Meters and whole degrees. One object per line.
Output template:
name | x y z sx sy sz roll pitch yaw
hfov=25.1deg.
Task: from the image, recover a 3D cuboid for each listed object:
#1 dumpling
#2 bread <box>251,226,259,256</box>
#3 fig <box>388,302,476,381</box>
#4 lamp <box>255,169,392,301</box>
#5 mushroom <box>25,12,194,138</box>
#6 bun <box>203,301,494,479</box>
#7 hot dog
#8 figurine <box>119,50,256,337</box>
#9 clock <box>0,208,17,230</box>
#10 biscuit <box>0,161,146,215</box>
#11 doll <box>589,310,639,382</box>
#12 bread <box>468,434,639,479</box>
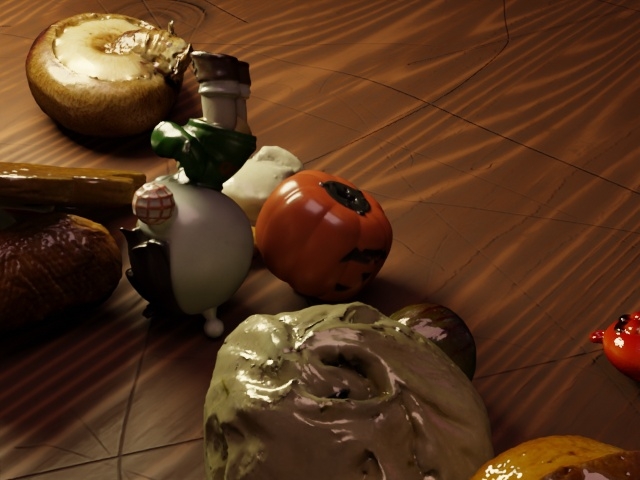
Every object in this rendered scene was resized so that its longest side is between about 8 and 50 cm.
dumpling | -0.090 -0.064 2.136 0.150 0.092 0.176 35 36 15
bread | -0.159 -0.001 2.061 0.157 0.044 0.052 3 28 -6
fig | 0.071 0.163 1.789 0.245 0.149 0.149 -20 40 -16
lamp | 0.000 0.000 1.987 0.188 0.163 0.187 27 22 -12
mushroom | -0.337 -0.269 2.338 0.278 0.163 0.297 4 32 12
bun | 0.035 0.220 1.582 0.326 0.234 0.362 -7 49 -18
hot dog | -0.366 0.053 1.846 0.227 0.160 0.099 -20 45 -41
figurine | -0.160 -0.062 1.908 0.167 0.369 0.281 10 1 12
clock | -0.516 0.023 1.933 0.231 0.083 0.230 4 35 -3
biscuit | -0.391 -0.066 1.963 0.283 0.064 0.432 5 5 -2
doll | 0.466 0.151 1.898 0.217 0.085 0.183 25 27 22
bread | 0.248 0.334 1.424 0.312 0.312 0.172 -9 20 -21
